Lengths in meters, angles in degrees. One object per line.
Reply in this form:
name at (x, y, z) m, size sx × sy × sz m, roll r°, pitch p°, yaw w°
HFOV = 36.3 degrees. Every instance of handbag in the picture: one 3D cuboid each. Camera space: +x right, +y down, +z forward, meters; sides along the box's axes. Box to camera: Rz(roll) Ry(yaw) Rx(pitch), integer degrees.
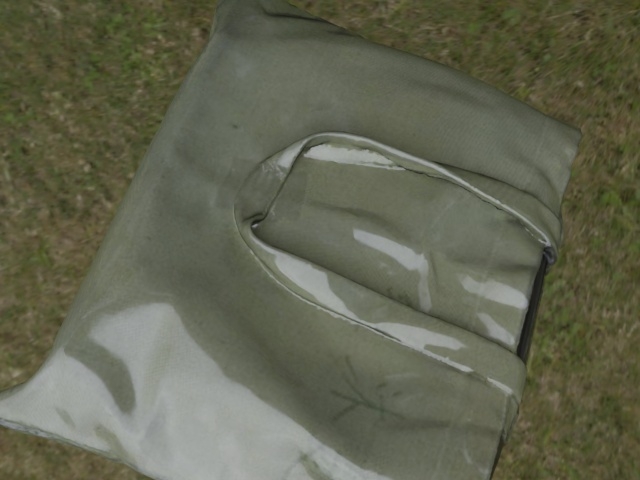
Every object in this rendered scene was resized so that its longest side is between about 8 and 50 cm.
handbag at (0.002, 0.004, 0.548) m, size 0.253 × 0.316 × 0.109 m, roll 20°, pitch 148°, yaw 6°
